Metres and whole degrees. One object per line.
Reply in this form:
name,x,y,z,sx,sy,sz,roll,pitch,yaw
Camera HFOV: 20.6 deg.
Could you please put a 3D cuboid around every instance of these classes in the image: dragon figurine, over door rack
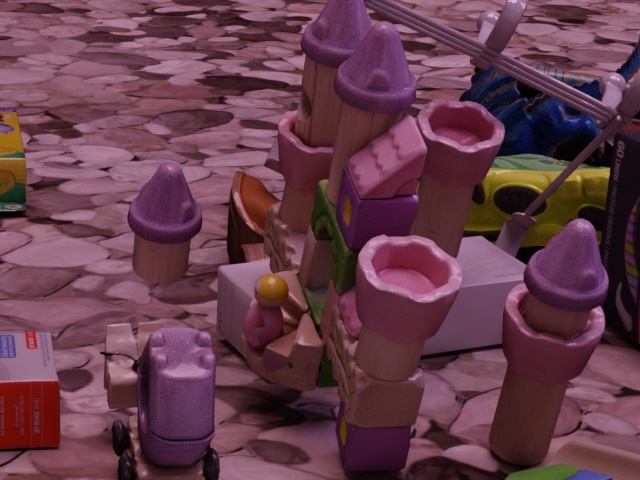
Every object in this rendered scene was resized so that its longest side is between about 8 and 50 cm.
dragon figurine,0.189,-0.114,1.678,0.144,0.289,0.085,27,32,-21
over door rack,0.107,-0.118,1.404,0.239,0.324,0.108,26,61,-2

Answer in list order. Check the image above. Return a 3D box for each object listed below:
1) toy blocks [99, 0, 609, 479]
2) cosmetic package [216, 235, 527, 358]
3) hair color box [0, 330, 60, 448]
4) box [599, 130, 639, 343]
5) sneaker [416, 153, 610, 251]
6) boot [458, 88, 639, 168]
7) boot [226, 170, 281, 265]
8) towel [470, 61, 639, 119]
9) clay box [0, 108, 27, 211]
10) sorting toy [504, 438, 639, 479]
toy blocks,0.013,-0.024,1.162,0.309,0.260,0.289,-2,38,-15
cosmetic package,0.047,0.050,1.370,0.239,0.060,0.099,-6,21,-26
hair color box,-0.261,0.101,1.181,0.167,0.053,0.093,-2,19,-12
box,0.344,0.022,1.334,0.143,0.165,0.270,-5,19,-25
sneaker,0.232,-0.032,1.576,0.295,0.109,0.123,11,24,25
boot,0.318,-0.114,1.877,0.280,0.096,0.264,-8,13,-40
boot,0.000,0.000,1.510,0.152,0.073,0.197,-2,31,-11
towel,0.350,-0.154,1.914,0.370,0.040,0.271,11,3,2
clay box,-0.354,-0.079,1.719,0.127,0.053,0.222,-2,18,-13
sorting toy,0.119,0.165,0.943,0.208,0.038,0.193,-24,17,-30
